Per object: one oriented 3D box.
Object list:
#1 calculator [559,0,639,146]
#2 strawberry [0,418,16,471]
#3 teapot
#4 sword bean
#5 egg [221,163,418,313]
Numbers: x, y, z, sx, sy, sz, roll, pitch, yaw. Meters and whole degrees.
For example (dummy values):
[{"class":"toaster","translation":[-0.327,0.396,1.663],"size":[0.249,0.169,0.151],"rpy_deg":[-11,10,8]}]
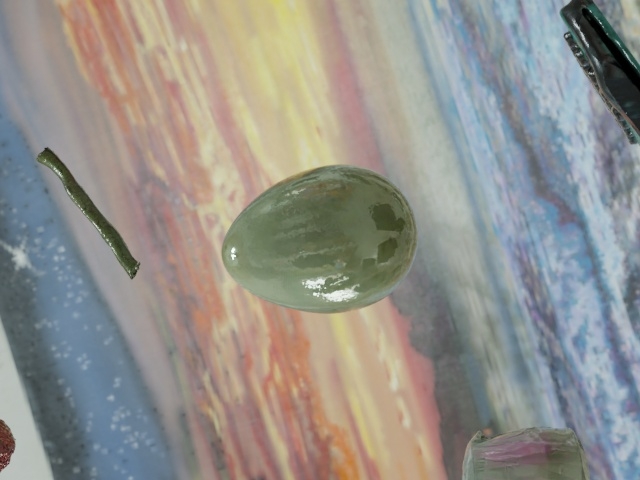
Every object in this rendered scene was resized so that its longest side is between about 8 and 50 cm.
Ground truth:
[{"class":"calculator","translation":[0.398,-0.181,1.185],"size":[0.274,0.058,0.248],"rpy_deg":[62,-162,17]},{"class":"strawberry","translation":[-0.465,0.290,1.287],"size":[0.096,0.083,0.083],"rpy_deg":[-17,91,61]},{"class":"teapot","translation":[0.282,0.376,1.313],"size":[0.163,0.178,0.222],"rpy_deg":[-59,-30,-81]},{"class":"sword bean","translation":[-0.113,-0.015,0.451],"size":[0.083,0.012,0.012],"rpy_deg":[50,-171,17]},{"class":"egg","translation":[0.000,0.000,1.349],"size":[0.218,0.295,0.219],"rpy_deg":[174,90,-73]}]
